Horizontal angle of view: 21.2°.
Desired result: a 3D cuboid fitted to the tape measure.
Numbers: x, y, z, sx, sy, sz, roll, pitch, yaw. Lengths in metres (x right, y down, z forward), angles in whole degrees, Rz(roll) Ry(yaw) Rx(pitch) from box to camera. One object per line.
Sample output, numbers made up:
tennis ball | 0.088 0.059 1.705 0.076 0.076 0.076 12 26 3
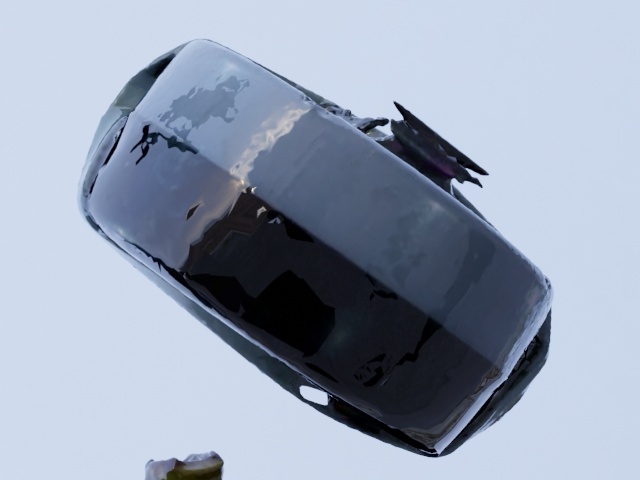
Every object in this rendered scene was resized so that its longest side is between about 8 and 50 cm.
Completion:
tape measure | 0.002 0.001 0.645 0.182 0.181 0.107 37 -94 -31

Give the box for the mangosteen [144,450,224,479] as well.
mangosteen | -0.024 0.247 0.913 0.275 0.302 0.275 -21 -23 -9
